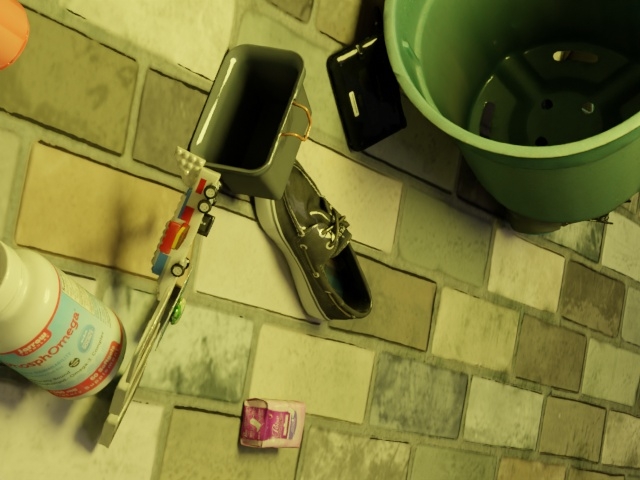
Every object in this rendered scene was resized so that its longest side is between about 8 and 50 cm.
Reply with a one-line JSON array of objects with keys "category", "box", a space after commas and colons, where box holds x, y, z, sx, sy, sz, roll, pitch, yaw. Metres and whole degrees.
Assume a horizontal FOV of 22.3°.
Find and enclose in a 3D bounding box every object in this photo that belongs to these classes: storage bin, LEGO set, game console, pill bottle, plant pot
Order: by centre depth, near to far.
[{"category": "pill bottle", "box": [-0.229, 0.061, 1.293, 0.160, 0.087, 0.087, 45, 57, -53]}, {"category": "LEGO set", "box": [-0.147, 0.040, 1.436, 0.182, 0.060, 0.244, 115, -1, -56]}, {"category": "storage bin", "box": [-0.052, -0.106, 1.566, 0.091, 0.098, 0.135, 59, 46, -60]}, {"category": "game console", "box": [0.051, -0.178, 1.797, 0.107, 0.071, 0.122, -30, 125, -19]}, {"category": "plant pot", "box": [0.267, -0.192, 1.854, 0.334, 0.341, 0.341, 58, 46, -68]}]

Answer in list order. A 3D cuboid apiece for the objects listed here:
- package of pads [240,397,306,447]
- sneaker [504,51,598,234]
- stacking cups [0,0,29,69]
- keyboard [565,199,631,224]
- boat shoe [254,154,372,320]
[{"category": "package of pads", "box": [-0.048, 0.189, 1.678, 0.083, 0.032, 0.050, 14, 81, -59]}, {"category": "sneaker", "box": [0.333, -0.169, 2.165, 0.341, 0.125, 0.139, -62, 142, -33]}, {"category": "stacking cups", "box": [-0.307, -0.202, 1.104, 0.316, 0.096, 0.096, 31, 69, -57]}, {"category": "keyboard", "box": [0.316, -0.065, 2.080, 0.192, 0.038, 0.100, -3, 82, -34]}, {"category": "boat shoe", "box": [0.000, 0.000, 1.680, 0.080, 0.076, 0.228, -55, 140, -39]}]
